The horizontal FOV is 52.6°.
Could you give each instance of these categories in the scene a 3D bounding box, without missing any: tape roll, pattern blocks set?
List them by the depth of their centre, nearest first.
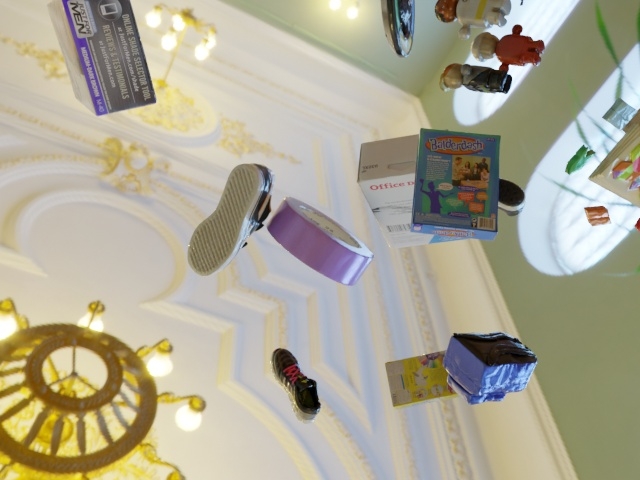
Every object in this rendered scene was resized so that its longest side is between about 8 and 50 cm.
[{"bbox_3d":[0.633,-0.138,1.267,0.325,0.285,0.026,13,-149,-21],"label":"pattern blocks set"},{"bbox_3d":[0.000,0.000,1.645,0.275,0.090,0.275,32,-170,-6],"label":"tape roll"}]

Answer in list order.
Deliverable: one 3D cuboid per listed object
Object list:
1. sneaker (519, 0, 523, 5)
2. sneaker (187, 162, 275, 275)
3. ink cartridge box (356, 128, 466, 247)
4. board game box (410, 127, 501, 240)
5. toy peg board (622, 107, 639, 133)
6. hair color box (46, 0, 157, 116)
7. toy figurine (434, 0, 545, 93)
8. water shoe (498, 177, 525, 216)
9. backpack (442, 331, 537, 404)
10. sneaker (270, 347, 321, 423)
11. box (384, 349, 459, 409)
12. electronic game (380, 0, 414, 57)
[{"bbox_3d":[0.413,-0.526,1.364,0.038,0.098,0.069,-16,-86,-12],"label":"sneaker"},{"bbox_3d":[-0.209,-0.048,1.609,0.126,0.321,0.127,40,-158,14],"label":"sneaker"},{"bbox_3d":[0.245,-0.122,1.638,0.307,0.223,0.129,57,-148,-51],"label":"ink cartridge box"},{"bbox_3d":[0.262,-0.111,1.253,0.160,0.047,0.210,7,-111,5],"label":"board game box"},{"bbox_3d":[0.736,-0.245,1.336,0.079,0.161,0.160,31,-154,-16],"label":"toy peg board"},{"bbox_3d":[-0.389,-0.332,1.127,0.110,0.185,0.339,-20,-157,-21],"label":"hair color box"},{"bbox_3d":[0.307,-0.390,1.199,0.148,0.213,0.209,20,-129,37],"label":"toy figurine"},{"bbox_3d":[0.330,-0.112,1.351,0.203,0.073,0.080,38,172,25],"label":"water shoe"},{"bbox_3d":[0.258,0.192,0.989,0.120,0.101,0.098,-2,-150,-28],"label":"backpack"},{"bbox_3d":[-0.046,0.297,1.359,0.063,0.075,0.170,-17,-107,-33],"label":"sneaker"},{"bbox_3d":[0.243,0.311,1.461,0.043,0.179,0.105,54,-155,-61],"label":"box"},{"bbox_3d":[0.162,-0.486,1.305,0.048,0.229,0.229,1,-154,19],"label":"electronic game"}]
